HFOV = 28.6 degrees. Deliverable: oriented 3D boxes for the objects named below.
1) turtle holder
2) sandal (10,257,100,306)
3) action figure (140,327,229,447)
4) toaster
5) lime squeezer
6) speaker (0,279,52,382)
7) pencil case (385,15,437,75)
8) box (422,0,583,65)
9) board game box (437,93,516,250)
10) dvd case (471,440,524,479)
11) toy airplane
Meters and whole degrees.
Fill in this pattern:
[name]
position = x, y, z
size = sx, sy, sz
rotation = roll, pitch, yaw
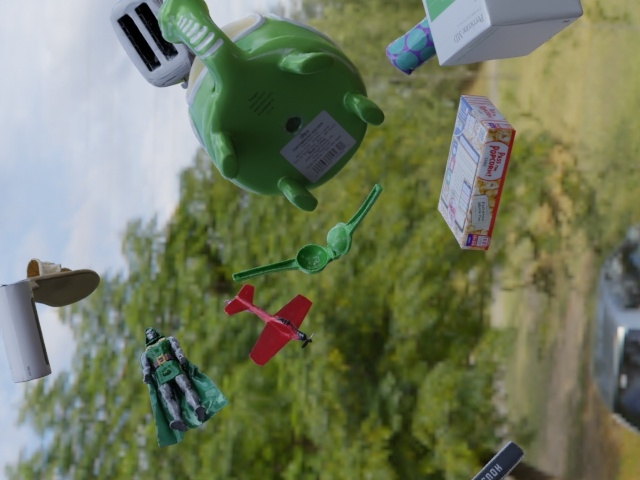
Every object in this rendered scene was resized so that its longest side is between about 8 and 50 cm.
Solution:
[turtle holder]
position = -0.096, -0.203, 1.750
size = 0.227, 0.320, 0.243
rotation = 53, 129, 47
[sandal]
position = -0.459, 0.060, 2.057
size = 0.088, 0.079, 0.240
rotation = -50, -17, 24
[action figure]
position = -0.259, 0.232, 2.161
size = 0.232, 0.137, 0.063
rotation = 56, 175, 45
[toaster]
position = -0.286, -0.381, 2.267
size = 0.227, 0.129, 0.146
rotation = 59, -159, -10
[lime squeezer]
position = 0.000, 0.000, 2.177
size = 0.110, 0.310, 0.059
rotation = 43, -156, -38
[speaker]
position = -0.411, 0.123, 1.726
size = 0.055, 0.055, 0.136
rotation = -41, -62, -85
[pencil case]
position = 0.181, -0.350, 2.135
size = 0.064, 0.151, 0.070
rotation = -8, -117, -56
[box]
position = 0.159, -0.216, 1.122
size = 0.101, 0.102, 0.087
rotation = -33, 70, 65
[board game box]
position = 0.231, -0.103, 1.887
size = 0.147, 0.045, 0.193
rotation = -110, 27, -61
[dvd case]
position = 0.175, 0.358, 1.642
size = 0.179, 0.029, 0.239
rotation = -41, -16, -19
[toy airplane]
position = -0.076, 0.113, 1.844
size = 0.028, 0.151, 0.151
rotation = 99, 177, -46
